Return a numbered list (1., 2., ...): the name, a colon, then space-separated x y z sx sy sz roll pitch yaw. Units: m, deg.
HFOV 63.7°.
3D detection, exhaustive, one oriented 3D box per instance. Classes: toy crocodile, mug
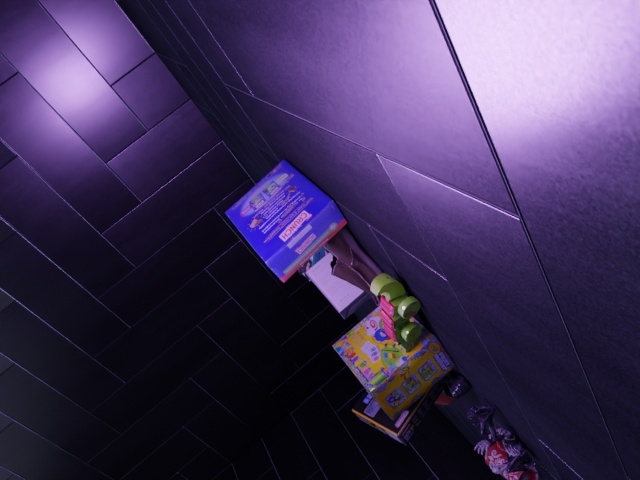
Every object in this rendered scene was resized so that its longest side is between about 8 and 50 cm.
1. toy crocodile: 0.224 0.222 1.527 0.115 0.105 0.340 46 161 41
2. mug: 0.687 0.810 1.873 0.150 0.113 0.169 51 172 -19

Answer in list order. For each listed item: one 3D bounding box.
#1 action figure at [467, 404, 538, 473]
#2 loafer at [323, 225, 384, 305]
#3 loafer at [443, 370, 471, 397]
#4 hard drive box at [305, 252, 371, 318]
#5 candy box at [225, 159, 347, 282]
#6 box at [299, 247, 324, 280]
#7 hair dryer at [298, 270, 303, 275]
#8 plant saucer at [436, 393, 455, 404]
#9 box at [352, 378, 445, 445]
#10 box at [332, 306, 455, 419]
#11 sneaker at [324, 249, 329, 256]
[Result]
1. action figure: 0.572 0.661 1.649 0.275 0.141 0.164 54 173 -4
2. loafer: 0.091 0.078 1.666 0.365 0.130 0.134 51 175 -4
3. loafer: 0.463 0.510 1.815 0.076 0.078 0.223 50 175 8
4. hard drive box: 0.084 0.159 2.022 0.232 0.181 0.089 48 175 32
5. candy box: -0.113 -0.070 1.599 0.317 0.268 0.122 46 177 46
6. box: -0.035 0.039 2.137 0.100 0.060 0.244 41 135 43
7. hair dryer: -0.055 0.084 2.364 0.293 0.224 0.080 48 -152 -35
8. plant saucer: 0.494 0.737 2.423 0.259 0.047 0.258 7 163 10
9. box: 0.310 0.589 1.984 0.257 0.322 0.079 8 140 55
10. box: 0.244 0.394 1.769 0.177 0.279 0.290 53 175 -30
11. sneaker: 0.001 0.000 2.212 0.282 0.102 0.161 54 157 18
